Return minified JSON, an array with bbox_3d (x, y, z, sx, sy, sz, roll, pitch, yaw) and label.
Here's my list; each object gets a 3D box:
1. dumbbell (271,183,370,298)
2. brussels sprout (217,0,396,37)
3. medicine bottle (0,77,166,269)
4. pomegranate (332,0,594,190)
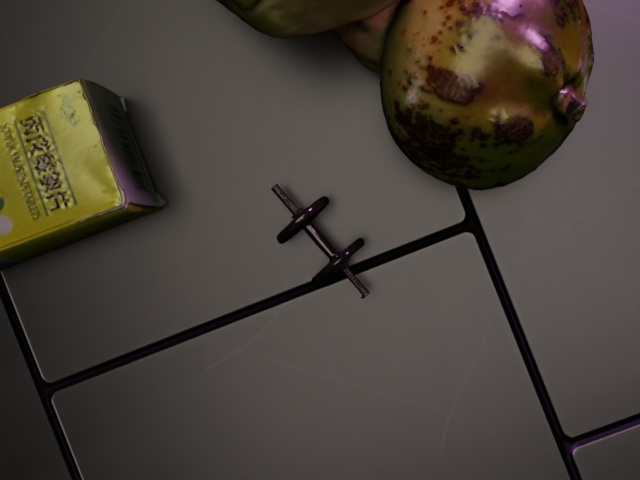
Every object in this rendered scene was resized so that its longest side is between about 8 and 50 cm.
[{"bbox_3d":[0.000,0.000,1.102,0.069,0.069,0.147,-41,88,6],"label":"dumbbell"},{"bbox_3d":[-0.025,-0.361,0.976,0.275,0.315,0.371,-17,75,-4],"label":"brussels sprout"},{"bbox_3d":[-0.306,-0.053,1.100,0.250,0.141,0.137,-20,86,6],"label":"medicine bottle"},{"bbox_3d":[0.120,-0.178,1.016,0.276,0.204,0.222,29,96,5],"label":"pomegranate"}]
